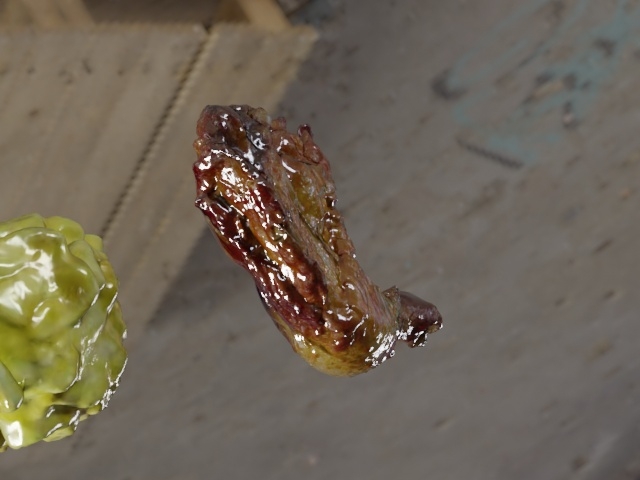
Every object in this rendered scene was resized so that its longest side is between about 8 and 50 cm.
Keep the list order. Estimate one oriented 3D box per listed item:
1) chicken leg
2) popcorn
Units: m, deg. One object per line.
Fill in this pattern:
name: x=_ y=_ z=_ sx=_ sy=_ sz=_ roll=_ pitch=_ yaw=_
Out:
chicken leg: x=0.000 y=0.010 z=1.315 sx=0.083 sy=0.177 sz=0.322 roll=-19 pitch=124 yaw=24
popcorn: x=-0.262 y=0.078 z=1.378 sx=0.217 sy=0.181 sz=0.235 roll=-12 pitch=171 yaw=-32
